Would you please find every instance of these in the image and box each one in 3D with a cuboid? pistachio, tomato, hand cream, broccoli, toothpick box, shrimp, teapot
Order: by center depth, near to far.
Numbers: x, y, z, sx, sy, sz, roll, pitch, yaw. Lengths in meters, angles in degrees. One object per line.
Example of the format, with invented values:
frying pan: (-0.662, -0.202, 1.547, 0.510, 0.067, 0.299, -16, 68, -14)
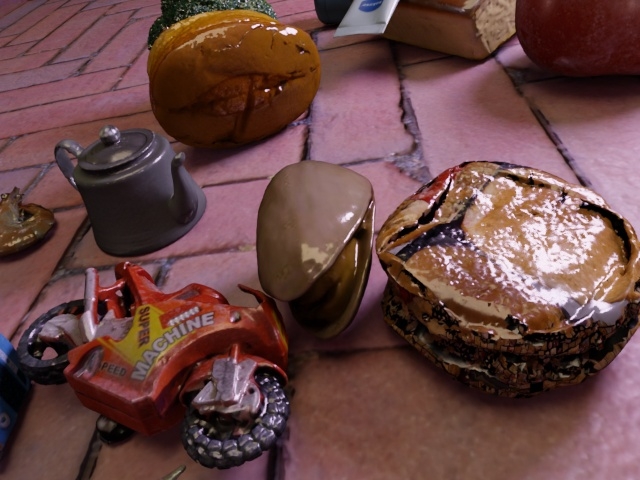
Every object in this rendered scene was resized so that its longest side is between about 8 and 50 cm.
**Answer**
pistachio: (0.000, 0.000, 0.495, 0.131, 0.129, 0.206, -38, 30, 22)
teapot: (-0.263, -0.086, 0.671, 0.239, 0.149, 0.162, 11, 47, 27)
tomato: (0.424, -0.363, 0.728, 0.271, 0.227, 0.270, -8, 37, 6)
shrimp: (-0.455, -0.036, 0.755, 0.099, 0.041, 0.180, -24, 39, -13)
hand cream: (0.135, -0.494, 0.922, 0.109, 0.067, 0.320, 15, 72, 39)
broccoli: (-0.193, -0.374, 0.954, 0.254, 0.269, 0.269, -6, 40, 3)
toothpick box: (0.085, -0.579, 1.177, 0.184, 0.120, 0.120, 3, 42, 17)

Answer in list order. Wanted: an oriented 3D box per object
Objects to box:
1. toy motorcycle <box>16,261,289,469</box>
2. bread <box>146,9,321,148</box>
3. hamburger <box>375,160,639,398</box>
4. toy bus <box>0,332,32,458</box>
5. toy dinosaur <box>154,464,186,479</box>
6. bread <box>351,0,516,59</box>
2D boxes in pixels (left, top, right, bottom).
toy motorcycle: (-0.138, 0.098, 0.458, 0.298, 0.089, 0.171, 11, 44, 29)
bread: (-0.134, -0.251, 0.784, 0.270, 0.195, 0.142, -20, 48, -20)
hamburger: (0.161, 0.025, 0.444, 0.231, 0.106, 0.231, -5, 39, 4)
toy bus: (-0.401, 0.148, 0.459, 0.234, 0.116, 0.133, -11, 36, 8)
toy dinosaur: (-0.209, 0.231, 0.346, 0.167, 0.053, 0.242, 19, 58, 43)
bread: (0.278, -0.514, 0.973, 0.323, 0.143, 0.333, -45, 45, -9)
